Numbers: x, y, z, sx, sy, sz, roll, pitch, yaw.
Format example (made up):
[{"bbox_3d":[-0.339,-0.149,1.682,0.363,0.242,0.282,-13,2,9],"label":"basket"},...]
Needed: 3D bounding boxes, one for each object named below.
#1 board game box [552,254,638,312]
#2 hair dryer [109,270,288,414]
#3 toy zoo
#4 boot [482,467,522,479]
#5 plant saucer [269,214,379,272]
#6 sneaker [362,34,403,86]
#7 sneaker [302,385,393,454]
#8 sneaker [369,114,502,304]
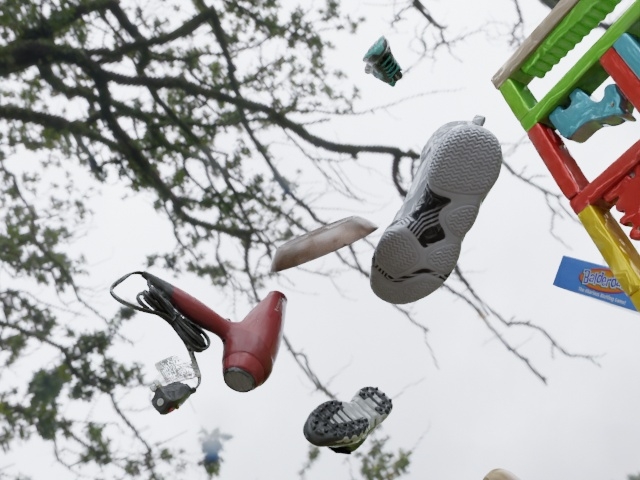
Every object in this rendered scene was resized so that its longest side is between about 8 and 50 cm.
[{"bbox_3d":[0.435,0.080,0.959,0.210,0.160,0.047,18,-89,-31],"label":"board game box"},{"bbox_3d":[-0.152,0.124,1.116,0.294,0.223,0.080,-5,-23,-47],"label":"hair dryer"},{"bbox_3d":[0.248,-0.084,0.512,0.030,0.293,0.192,10,-44,-35],"label":"toy zoo"},{"bbox_3d":[0.382,0.466,1.092,0.089,0.236,0.269,-40,13,-10],"label":"boot"},{"bbox_3d":[0.000,0.000,1.238,0.199,0.036,0.198,-23,4,2],"label":"plant saucer"},{"bbox_3d":[0.127,-0.336,1.407,0.065,0.076,0.166,-50,-5,5],"label":"sneaker"},{"bbox_3d":[0.033,0.306,1.187,0.106,0.078,0.234,-57,-23,18],"label":"sneaker"},{"bbox_3d":[0.210,-0.061,1.331,0.365,0.137,0.210,-64,-1,27],"label":"sneaker"}]
